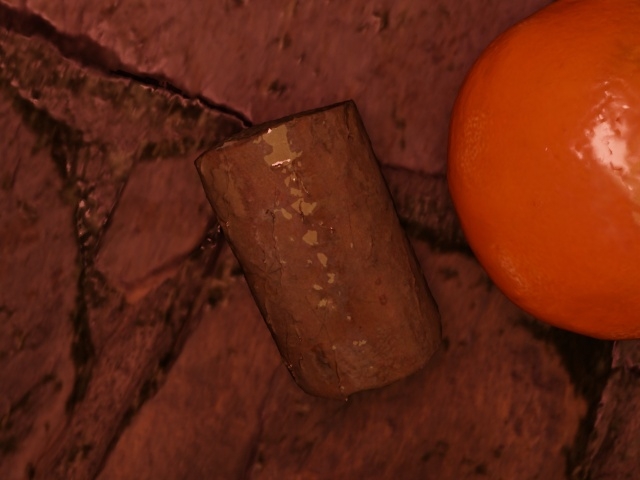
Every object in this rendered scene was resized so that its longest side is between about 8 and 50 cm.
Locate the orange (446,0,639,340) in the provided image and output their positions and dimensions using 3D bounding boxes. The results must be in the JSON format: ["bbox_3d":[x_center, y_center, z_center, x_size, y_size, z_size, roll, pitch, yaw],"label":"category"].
[{"bbox_3d":[0.263,-0.070,1.171,0.312,0.312,0.312,-2,109,-5],"label":"orange"}]

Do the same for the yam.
[{"bbox_3d":[0.000,0.000,1.241,0.161,0.161,0.268,-23,108,2],"label":"yam"}]
